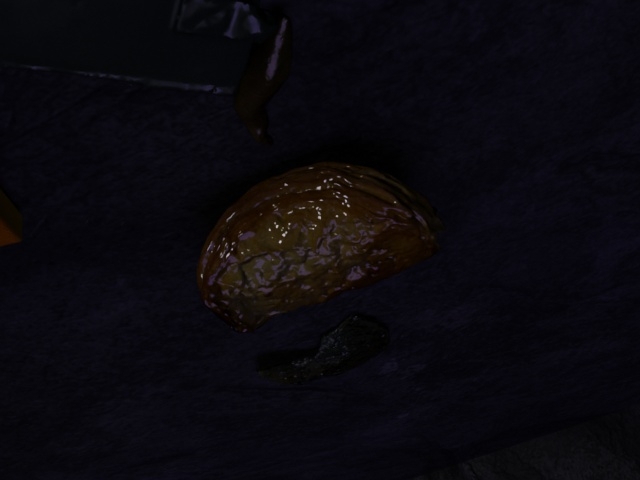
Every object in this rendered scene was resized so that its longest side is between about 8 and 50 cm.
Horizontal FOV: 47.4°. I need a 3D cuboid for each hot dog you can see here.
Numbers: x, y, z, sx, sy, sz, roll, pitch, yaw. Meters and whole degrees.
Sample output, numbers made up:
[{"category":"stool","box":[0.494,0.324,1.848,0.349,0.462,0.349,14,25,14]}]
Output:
[{"category":"hot dog","box":[-0.003,-0.002,0.778,0.258,0.114,0.175,-23,144,8]}]

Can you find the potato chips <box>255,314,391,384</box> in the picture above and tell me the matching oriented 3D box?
[{"category":"potato chips","box":[0.008,0.185,1.169,0.219,0.029,0.202,-19,152,1]}]

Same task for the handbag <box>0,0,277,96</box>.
[{"category":"handbag","box":[-0.125,-0.203,0.417,0.260,0.079,0.247,1,146,-28]}]

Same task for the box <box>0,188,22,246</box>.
[{"category":"box","box":[-0.417,-0.016,0.620,0.269,0.044,0.152,-14,150,-2]}]

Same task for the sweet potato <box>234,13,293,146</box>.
[{"category":"sweet potato","box":[-0.049,-0.129,0.615,0.041,0.038,0.153,14,146,-5]}]
